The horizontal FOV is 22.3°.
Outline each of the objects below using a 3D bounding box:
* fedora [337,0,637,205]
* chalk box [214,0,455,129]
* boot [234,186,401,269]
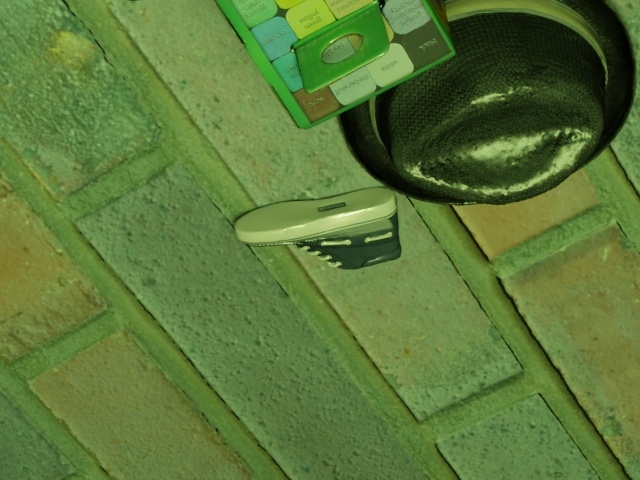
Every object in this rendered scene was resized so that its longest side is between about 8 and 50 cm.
[{"bbox_3d":[0.183,-0.137,1.748,0.334,0.152,0.334,-1,123,-2],"label":"fedora"},{"bbox_3d":[0.011,-0.246,1.588,0.180,0.289,0.179,-26,120,14],"label":"chalk box"},{"bbox_3d":[0.000,0.000,1.879,0.190,0.069,0.086,-9,120,2],"label":"boot"}]
